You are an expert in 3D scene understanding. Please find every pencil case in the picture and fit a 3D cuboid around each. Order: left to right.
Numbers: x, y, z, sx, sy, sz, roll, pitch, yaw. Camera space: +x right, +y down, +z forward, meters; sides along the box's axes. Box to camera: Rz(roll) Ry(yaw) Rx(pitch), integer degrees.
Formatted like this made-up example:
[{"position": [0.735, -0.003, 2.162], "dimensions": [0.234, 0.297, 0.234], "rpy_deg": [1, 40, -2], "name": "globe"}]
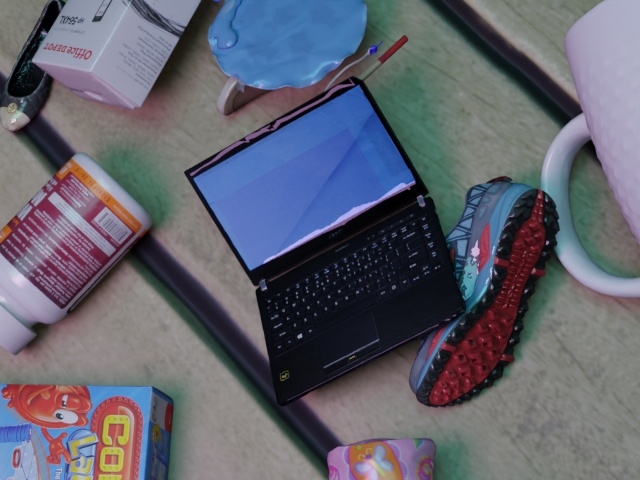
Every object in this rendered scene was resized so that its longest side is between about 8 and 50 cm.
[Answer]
[{"position": [0.074, 0.346, 1.691], "dimensions": [0.124, 0.124, 0.284], "rpy_deg": [-9, 72, 9], "name": "pencil case"}]

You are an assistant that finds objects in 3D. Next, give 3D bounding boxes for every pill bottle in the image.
[{"position": [-0.305, 0.016, 1.865], "dimensions": [0.121, 0.121, 0.221], "rpy_deg": [42, 85, 20], "name": "pill bottle"}]

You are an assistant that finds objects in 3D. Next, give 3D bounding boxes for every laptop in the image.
[{"position": [0.000, 0.000, 1.769], "dimensions": [0.234, 0.136, 0.264], "rpy_deg": [-29, 47, 17], "name": "laptop"}]

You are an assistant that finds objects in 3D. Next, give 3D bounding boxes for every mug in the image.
[{"position": [0.390, -0.078, 1.697], "dimensions": [0.374, 0.276, 0.328], "rpy_deg": [-25, 75, 35], "name": "mug"}]

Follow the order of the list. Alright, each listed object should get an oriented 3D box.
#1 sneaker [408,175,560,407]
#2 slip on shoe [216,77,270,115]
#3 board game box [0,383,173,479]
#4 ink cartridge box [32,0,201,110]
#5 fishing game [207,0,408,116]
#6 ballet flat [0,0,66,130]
[{"position": [0.162, 0.055, 1.786], "dimensions": [0.125, 0.104, 0.262], "rpy_deg": [29, 92, 53], "name": "sneaker"}, {"position": [-0.063, -0.191, 1.918], "dimensions": [0.135, 0.051, 0.041], "rpy_deg": [-44, 70, -12], "name": "slip on shoe"}, {"position": [-0.327, 0.312, 1.797], "dimensions": [0.302, 0.086, 0.308], "rpy_deg": [-1, 73, 12], "name": "board game box"}, {"position": [-0.227, -0.266, 1.922], "dimensions": [0.148, 0.086, 0.203], "rpy_deg": [15, 73, 52], "name": "ink cartridge box"}, {"position": [-0.035, -0.240, 1.889], "dimensions": [0.189, 0.041, 0.264], "rpy_deg": [-44, 58, -15], "name": "fishing game"}, {"position": [-0.348, -0.214, 1.982], "dimensions": [0.057, 0.049, 0.173], "rpy_deg": [16, 77, 17], "name": "ballet flat"}]
